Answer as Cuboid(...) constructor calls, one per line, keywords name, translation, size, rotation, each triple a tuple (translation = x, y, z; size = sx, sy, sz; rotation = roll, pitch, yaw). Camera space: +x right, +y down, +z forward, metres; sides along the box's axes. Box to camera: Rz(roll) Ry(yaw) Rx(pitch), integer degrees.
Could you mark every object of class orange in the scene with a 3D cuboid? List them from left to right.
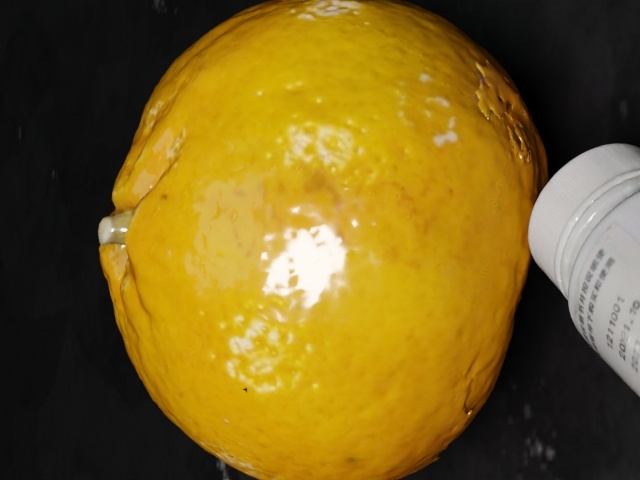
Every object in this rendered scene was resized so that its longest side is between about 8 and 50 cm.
Cuboid(name="orange", translation=(0.002, -0.001, 0.845), size=(0.219, 0.193, 0.219), rotation=(-58, 14, 25))

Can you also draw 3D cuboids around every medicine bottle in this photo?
Cuboid(name="medicine bottle", translation=(0.140, 0.021, 0.737), size=(0.130, 0.080, 0.080), rotation=(51, 126, 50))
